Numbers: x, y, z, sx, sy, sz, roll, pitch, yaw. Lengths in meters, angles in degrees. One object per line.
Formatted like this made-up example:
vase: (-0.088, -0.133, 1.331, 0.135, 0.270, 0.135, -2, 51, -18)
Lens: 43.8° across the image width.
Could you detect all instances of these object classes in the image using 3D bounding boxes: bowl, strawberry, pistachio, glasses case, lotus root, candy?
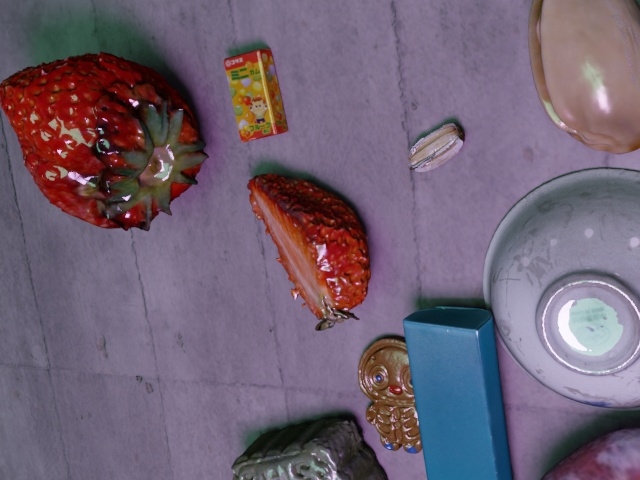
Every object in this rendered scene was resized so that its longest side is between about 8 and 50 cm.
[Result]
bowl: (0.325, 0.080, 0.924, 0.313, 0.146, 0.313, 7, 107, 25)
strawberry: (0.002, -0.002, 1.104, 0.175, 0.106, 0.236, -18, 94, 67)
pistachio: (0.304, -0.198, 0.876, 0.144, 0.144, 0.215, -15, 90, 30)
strawberry: (-0.324, -0.160, 1.151, 0.288, 0.238, 0.250, 27, 134, 30)
glasses case: (0.192, 0.238, 1.064, 0.117, 0.070, 0.301, 4, 113, 39)
lotus root: (0.150, -0.119, 1.031, 0.083, 0.030, 0.037, -32, 56, 27)
candy: (-0.091, -0.205, 1.131, 0.062, 0.038, 0.122, -8, 99, 29)

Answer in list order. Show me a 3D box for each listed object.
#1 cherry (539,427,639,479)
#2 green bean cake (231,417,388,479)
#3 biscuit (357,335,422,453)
cherry: (0.359, 0.359, 0.940, 0.236, 0.213, 0.285, 21, 90, -6)
green bean cake: (-0.002, 0.393, 1.192, 0.222, 0.125, 0.227, -22, 97, 31)
biscuit: (0.113, 0.223, 1.139, 0.124, 0.026, 0.175, 0, 102, 28)
